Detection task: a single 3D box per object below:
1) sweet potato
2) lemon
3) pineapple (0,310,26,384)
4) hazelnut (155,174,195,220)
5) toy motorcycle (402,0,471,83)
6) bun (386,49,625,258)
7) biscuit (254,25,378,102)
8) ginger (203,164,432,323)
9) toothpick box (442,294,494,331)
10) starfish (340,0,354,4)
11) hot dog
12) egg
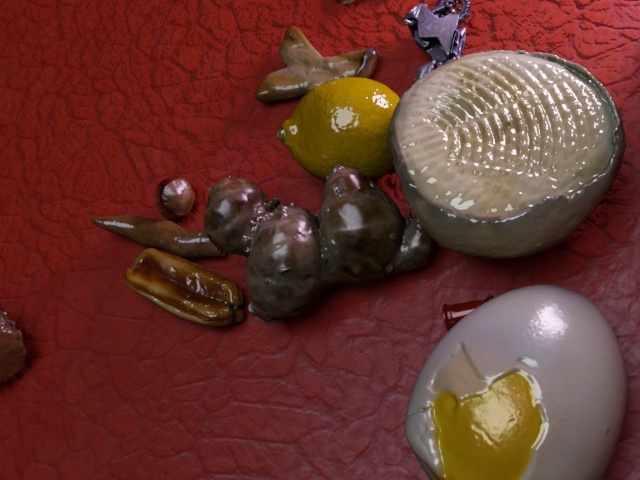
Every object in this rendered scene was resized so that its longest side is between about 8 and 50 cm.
[{"bbox_3d":[-0.301,-0.010,1.750,0.281,0.067,0.059,10,118,27],"label":"sweet potato"},{"bbox_3d":[0.049,-0.186,1.596,0.244,0.187,0.186,-4,68,6],"label":"lemon"},{"bbox_3d":[-0.681,0.162,1.816,0.158,0.158,0.279,-48,48,0],"label":"pineapple"},{"bbox_3d":[-0.277,-0.082,1.765,0.086,0.086,0.086,-9,67,20],"label":"hazelnut"},{"bbox_3d":[0.198,-0.343,1.658,0.123,0.080,0.215,3,75,24],"label":"toy motorcycle"},{"bbox_3d":[0.283,-0.119,1.456,0.365,0.202,0.364,-8,55,12],"label":"bun"},{"bbox_3d":[-0.007,-0.307,1.750,0.208,0.047,0.164,22,78,29],"label":"biscuit"},{"bbox_3d":[0.000,0.000,1.539,0.376,0.176,0.256,-8,97,10],"label":"ginger"},{"bbox_3d":[0.238,0.115,1.474,0.083,0.047,0.047,-13,65,18],"label":"toothpick box"},{"bbox_3d":[0.070,-0.534,1.818,0.209,0.053,0.150,45,104,26],"label":"starfish"},{"bbox_3d":[-0.244,0.090,1.684,0.250,0.068,0.100,22,69,27],"label":"hot dog"},{"bbox_3d":[0.277,0.220,1.282,0.283,0.283,0.345,28,74,30],"label":"egg"}]
